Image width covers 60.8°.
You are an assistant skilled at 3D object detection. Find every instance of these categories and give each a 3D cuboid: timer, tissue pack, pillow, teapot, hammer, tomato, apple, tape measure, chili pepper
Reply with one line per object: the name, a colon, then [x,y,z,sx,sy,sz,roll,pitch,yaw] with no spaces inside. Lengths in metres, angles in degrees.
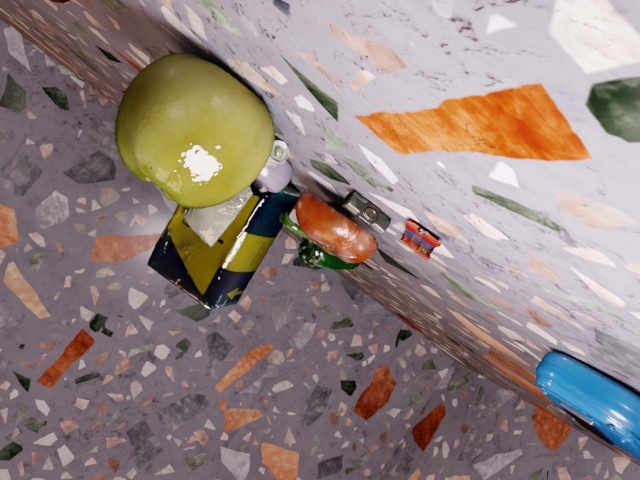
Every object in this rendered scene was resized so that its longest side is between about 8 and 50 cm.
timer: [0.688,0.410,1.313,0.340,0.115,0.309,39,176,-37]
tissue pack: [-0.286,-0.032,1.636,0.264,0.416,0.253,34,-170,15]
pillow: [-0.278,-0.095,1.453,0.128,0.229,0.051,48,-151,10]
teapot: [-0.108,-0.206,1.228,0.064,0.064,0.083,7,121,62]
hammer: [0.063,-0.074,1.361,0.111,0.043,0.365,36,176,-14]
tomato: [0.028,-0.022,1.369,0.237,0.095,0.237,36,177,2]
apple: [-0.239,-0.201,1.037,0.292,0.254,0.292,31,170,6]
tape measure: [-0.164,-0.194,1.383,0.178,0.105,0.196,29,170,44]
chili pepper: [0.000,0.000,1.580,0.261,0.165,0.174,13,-167,-17]

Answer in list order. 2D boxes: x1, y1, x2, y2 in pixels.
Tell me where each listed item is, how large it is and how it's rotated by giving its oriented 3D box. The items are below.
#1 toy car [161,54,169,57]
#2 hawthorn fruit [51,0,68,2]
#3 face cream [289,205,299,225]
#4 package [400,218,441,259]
toy car: [-0.296,-0.355,1.184,0.059,0.035,0.122,28,169,31]
hawthorn fruit: [-0.499,-0.496,1.050,0.077,0.077,0.077,35,174,4]
face cream: [-0.052,-0.063,1.807,0.345,0.102,0.102,34,174,16]
package: [0.214,0.002,1.184,0.083,0.022,0.200,34,173,9]
